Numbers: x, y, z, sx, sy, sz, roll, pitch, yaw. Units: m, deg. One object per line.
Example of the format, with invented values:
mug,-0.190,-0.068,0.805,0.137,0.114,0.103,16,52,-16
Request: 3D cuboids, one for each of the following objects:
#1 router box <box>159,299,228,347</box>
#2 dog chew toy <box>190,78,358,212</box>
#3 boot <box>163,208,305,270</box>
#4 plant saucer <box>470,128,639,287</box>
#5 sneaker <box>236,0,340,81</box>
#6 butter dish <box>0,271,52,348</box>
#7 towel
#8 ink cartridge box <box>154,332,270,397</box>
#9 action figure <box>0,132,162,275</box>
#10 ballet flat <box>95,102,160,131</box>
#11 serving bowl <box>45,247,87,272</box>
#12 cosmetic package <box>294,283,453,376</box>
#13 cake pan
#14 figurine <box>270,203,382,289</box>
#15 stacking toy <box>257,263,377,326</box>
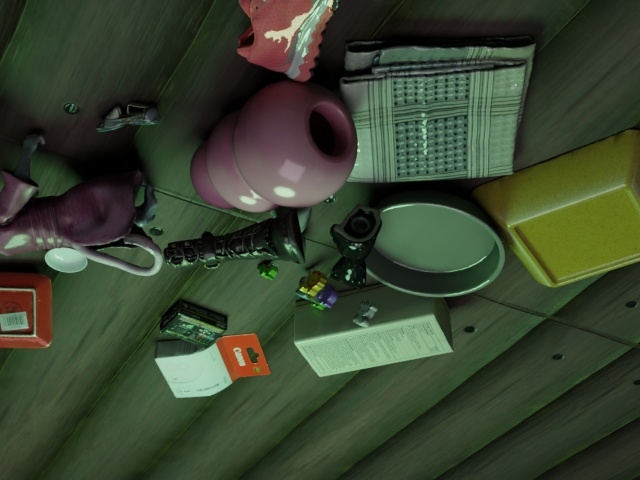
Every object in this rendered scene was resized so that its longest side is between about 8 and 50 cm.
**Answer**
router box,-0.279,0.185,2.214,0.122,0.038,0.092,23,137,-28
dog chew toy,-0.095,-0.140,1.673,0.207,0.206,0.332,31,149,-34
boot,-0.151,0.015,1.712,0.229,0.091,0.263,-9,176,-10
plant saucer,0.501,-0.031,1.902,0.333,0.081,0.333,-21,137,24
sneaker,-0.047,-0.355,1.454,0.136,0.115,0.313,10,141,-10
butter dish,-0.631,0.137,2.100,0.160,0.118,0.159,1,98,-3
towel,0.190,-0.208,1.693,0.312,0.056,0.324,-2,142,2
ink cartridge box,-0.249,0.294,2.345,0.233,0.066,0.189,-2,142,10
action figure,-0.474,-0.020,1.782,0.370,0.275,0.248,-9,150,-11
ballet flat,-0.329,-0.212,1.708,0.114,0.041,0.041,-7,142,9
serving bowl,-0.509,0.029,2.022,0.083,0.027,0.083,0,143,0
cosmetic package,0.113,0.185,2.154,0.310,0.113,0.160,-13,141,15
cake pan,0.208,0.004,1.933,0.293,0.054,0.293,8,143,6
figurine,0.000,0.000,1.902,0.215,0.092,0.209,23,148,11
stacking toy,-0.008,0.099,2.026,0.167,0.052,0.221,33,170,-34
